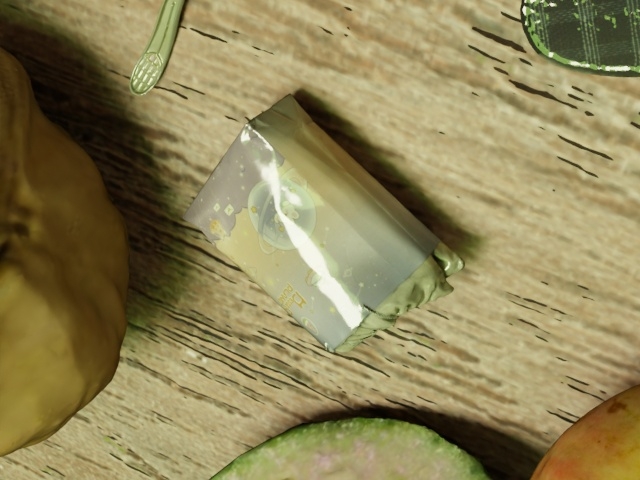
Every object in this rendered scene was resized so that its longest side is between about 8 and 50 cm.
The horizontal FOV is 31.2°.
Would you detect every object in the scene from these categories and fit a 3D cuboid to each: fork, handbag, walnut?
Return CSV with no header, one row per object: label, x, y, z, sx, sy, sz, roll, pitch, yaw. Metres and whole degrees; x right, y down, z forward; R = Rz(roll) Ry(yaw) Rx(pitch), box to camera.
fork,-0.091,-0.174,0.738,0.034,0.028,0.219,34,132,1
handbag,0.000,0.000,0.765,0.173,0.095,0.117,42,136,2
walnut,-0.331,0.025,0.816,0.384,0.383,0.383,15,128,21

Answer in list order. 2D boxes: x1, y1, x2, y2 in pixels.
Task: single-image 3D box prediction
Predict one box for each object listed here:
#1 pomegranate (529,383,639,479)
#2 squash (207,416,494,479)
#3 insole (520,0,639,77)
pomegranate,0.213,0.179,0.707,0.191,0.191,0.191,15,128,21
squash,0.058,0.340,0.884,0.310,0.310,0.309,-4,140,32
insole,0.247,-0.138,0.578,0.310,0.012,0.110,0,120,31
